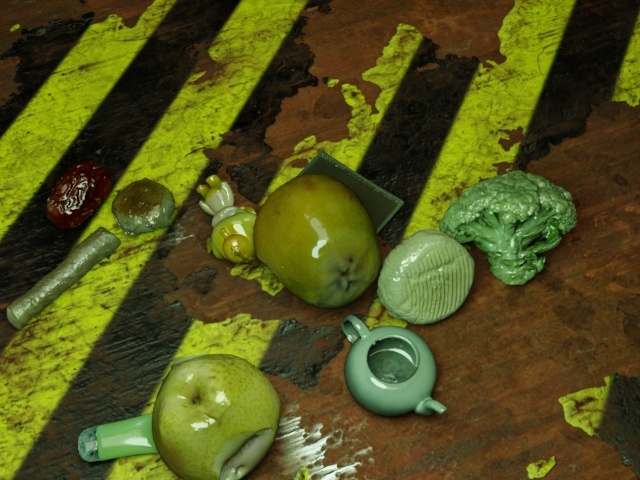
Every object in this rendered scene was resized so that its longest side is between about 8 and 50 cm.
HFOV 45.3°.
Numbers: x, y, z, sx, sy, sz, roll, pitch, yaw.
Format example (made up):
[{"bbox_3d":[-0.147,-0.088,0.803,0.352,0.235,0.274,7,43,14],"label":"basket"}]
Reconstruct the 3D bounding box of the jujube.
[{"bbox_3d":[-0.580,-0.109,1.833,0.112,0.109,0.176,12,58,47],"label":"jujube"}]

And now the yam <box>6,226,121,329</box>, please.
[{"bbox_3d":[-0.586,0.083,1.748,0.066,0.066,0.300,36,67,20],"label":"yam"}]

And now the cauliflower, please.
[{"bbox_3d":[0.430,-0.027,1.730,0.272,0.275,0.250,-17,97,-39],"label":"cauliflower"}]

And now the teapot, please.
[{"bbox_3d":[0.145,0.265,1.590,0.193,0.129,0.294,-36,66,-19],"label":"teapot"}]

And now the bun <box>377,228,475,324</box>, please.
[{"bbox_3d":[0.221,0.078,1.674,0.220,0.220,0.134,-20,31,-10],"label":"bun"}]

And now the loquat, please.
[{"bbox_3d":[0.000,0.000,1.656,0.276,0.276,0.284,-27,42,-13],"label":"loquat"}]

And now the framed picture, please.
[{"bbox_3d":[0.046,-0.095,1.858,0.260,0.023,0.189,33,66,18],"label":"framed picture"}]

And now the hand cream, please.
[{"bbox_3d":[-0.405,0.407,1.573,0.175,0.046,0.095,-8,59,-11],"label":"hand cream"}]

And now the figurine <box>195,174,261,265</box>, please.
[{"bbox_3d":[-0.211,-0.042,1.780,0.156,0.131,0.246,-37,62,20],"label":"figurine"}]

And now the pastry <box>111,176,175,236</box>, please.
[{"bbox_3d":[-0.421,-0.080,1.827,0.153,0.081,0.153,-2,64,3],"label":"pastry"}]

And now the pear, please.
[{"bbox_3d":[-0.204,0.343,1.488,0.271,0.271,0.271,-1,60,1],"label":"pear"}]
